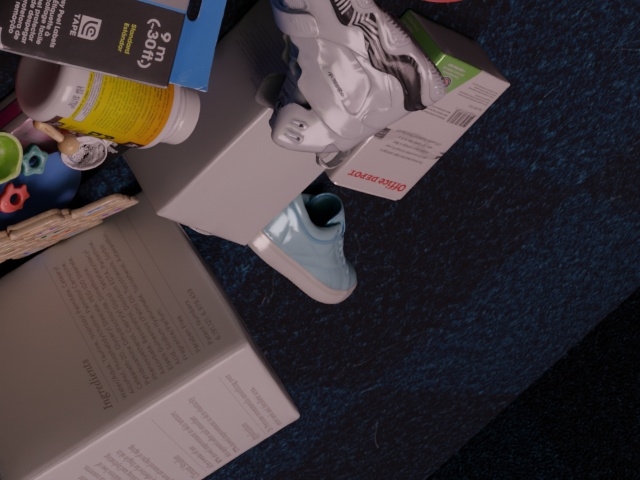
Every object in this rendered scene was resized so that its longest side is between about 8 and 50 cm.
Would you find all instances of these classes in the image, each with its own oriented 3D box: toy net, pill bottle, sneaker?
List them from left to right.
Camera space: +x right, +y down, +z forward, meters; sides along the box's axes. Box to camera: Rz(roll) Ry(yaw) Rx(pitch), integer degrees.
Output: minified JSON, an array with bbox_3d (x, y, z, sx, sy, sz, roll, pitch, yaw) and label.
[{"bbox_3d":[-0.343,-0.098,1.572,0.232,0.045,0.122,-17,120,-41],"label":"toy net"},{"bbox_3d":[-0.254,-0.181,1.525,0.215,0.117,0.117,13,127,-45],"label":"pill bottle"},{"bbox_3d":[-0.021,-0.239,1.528,0.210,0.137,0.366,-40,126,12],"label":"sneaker"},{"bbox_3d":[0.000,0.000,2.134,0.150,0.135,0.366,-36,151,12],"label":"sneaker"}]

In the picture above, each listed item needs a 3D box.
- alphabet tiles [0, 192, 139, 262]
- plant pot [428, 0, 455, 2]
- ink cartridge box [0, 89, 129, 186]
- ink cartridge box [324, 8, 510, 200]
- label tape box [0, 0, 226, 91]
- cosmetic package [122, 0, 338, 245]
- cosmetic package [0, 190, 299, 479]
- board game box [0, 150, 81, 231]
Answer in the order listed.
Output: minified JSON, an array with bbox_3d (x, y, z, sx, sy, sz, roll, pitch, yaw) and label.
[{"bbox_3d":[-0.390,-0.008,1.702,0.278,0.021,0.284,-24,180,2],"label":"alphabet tiles"},{"bbox_3d":[0.139,-0.459,1.474,0.275,0.243,0.275,-24,149,-16],"label":"plant pot"},{"bbox_3d":[-0.328,-0.161,1.662,0.371,0.069,0.176,-38,150,6],"label":"ink cartridge box"},{"bbox_3d":[0.132,-0.207,1.969,0.273,0.114,0.198,-47,147,23],"label":"ink cartridge box"},{"bbox_3d":[-0.213,-0.306,1.366,0.348,0.115,0.249,9,99,-40],"label":"label tape box"},{"bbox_3d":[-0.072,-0.184,1.776,0.385,0.156,0.217,-41,149,16],"label":"cosmetic package"},{"bbox_3d":[-0.304,0.200,1.907,0.394,0.327,0.329,-32,151,-4],"label":"cosmetic package"},{"bbox_3d":[-0.397,-0.069,1.637,0.169,0.033,0.133,-22,149,-33],"label":"board game box"}]
